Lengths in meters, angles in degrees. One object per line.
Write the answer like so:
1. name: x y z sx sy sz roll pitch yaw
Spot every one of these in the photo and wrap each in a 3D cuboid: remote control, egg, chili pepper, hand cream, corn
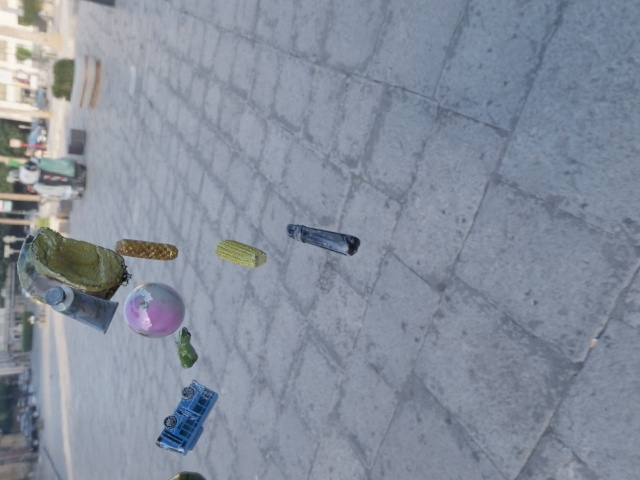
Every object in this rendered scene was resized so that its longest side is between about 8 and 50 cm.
1. remote control: 0.000 0.000 1.607 0.090 0.266 0.066 73 -146 -57
2. egg: -0.561 0.241 1.659 0.271 0.197 0.196 41 -137 -74
3. chili pepper: -0.552 0.433 1.955 0.076 0.085 0.359 38 151 16
4. hand cream: -0.573 0.165 1.181 0.271 0.058 0.091 78 -154 -69
5. corn: -0.242 0.041 1.461 0.165 0.085 0.063 16 97 34

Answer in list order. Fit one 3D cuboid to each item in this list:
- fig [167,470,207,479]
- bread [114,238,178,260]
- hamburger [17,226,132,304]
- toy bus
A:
1. fig: -0.515 0.949 1.758 0.245 0.195 0.195 -13 73 16
2. bread: -0.440 0.024 1.223 0.052 0.157 0.044 -18 68 54
3. hamburger: -0.727 0.102 1.406 0.132 0.309 0.211 -47 27 35
4. toy bus: -0.462 0.626 1.681 0.234 0.134 0.116 -62 -2 -33
